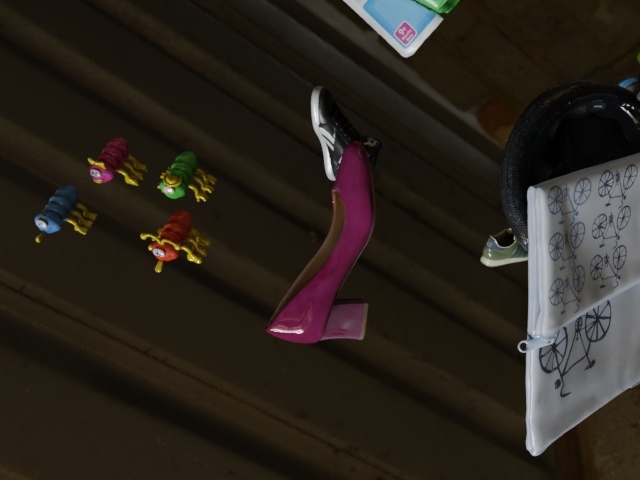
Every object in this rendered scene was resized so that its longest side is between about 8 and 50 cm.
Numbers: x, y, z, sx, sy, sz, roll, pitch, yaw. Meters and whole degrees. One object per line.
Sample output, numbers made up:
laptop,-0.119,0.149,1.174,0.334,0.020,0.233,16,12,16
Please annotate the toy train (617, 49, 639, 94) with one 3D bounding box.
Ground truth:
toy train,0.646,-0.332,1.388,0.105,0.248,0.143,9,-140,-4

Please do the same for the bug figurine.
bug figurine,-0.292,-0.065,1.118,0.279,0.072,0.216,12,-124,10

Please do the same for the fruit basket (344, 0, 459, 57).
fruit basket,0.083,-0.456,0.874,0.353,0.327,0.165,42,-157,-4

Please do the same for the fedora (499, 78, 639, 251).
fedora,0.431,-0.093,1.231,0.334,0.152,0.334,1,-98,-5

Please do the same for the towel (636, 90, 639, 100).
towel,0.660,-0.253,1.121,0.235,0.121,0.283,41,-108,17

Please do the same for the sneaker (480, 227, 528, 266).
sneaker,0.498,0.005,1.868,0.192,0.086,0.064,-13,-143,-21

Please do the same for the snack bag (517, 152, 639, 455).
snack bag,0.350,0.069,0.904,0.323,0.037,0.342,-16,-70,-39

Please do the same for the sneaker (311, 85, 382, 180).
sneaker,0.060,-0.214,1.455,0.079,0.121,0.217,-68,-28,-42

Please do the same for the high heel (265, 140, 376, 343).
high heel,0.000,0.000,1.341,0.181,0.127,0.377,3,-96,-10
